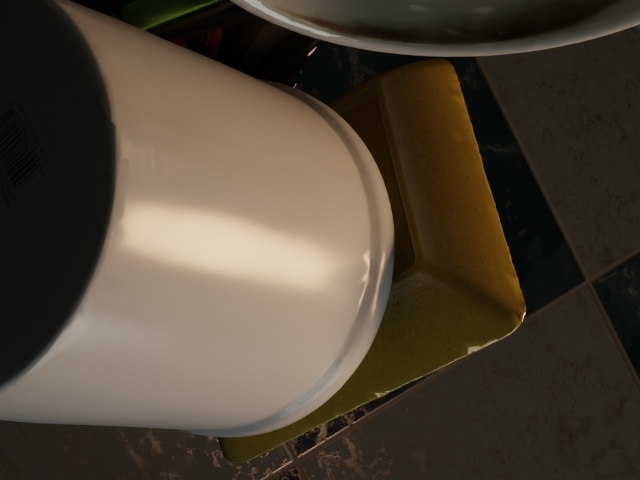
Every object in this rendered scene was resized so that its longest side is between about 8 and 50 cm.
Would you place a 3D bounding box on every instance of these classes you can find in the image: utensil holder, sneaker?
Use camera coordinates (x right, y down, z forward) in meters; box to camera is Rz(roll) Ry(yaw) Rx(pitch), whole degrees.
[{"bbox_3d":[-0.169,-0.008,1.051,0.328,0.327,0.385,-25,161,24],"label":"utensil holder"},{"bbox_3d":[-0.120,-0.176,1.313,0.483,0.202,0.185,-26,-158,11],"label":"sneaker"}]

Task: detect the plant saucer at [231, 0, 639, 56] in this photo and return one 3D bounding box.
[{"bbox_3d":[0.093,-0.250,0.877,0.401,0.100,0.400,2,162,1],"label":"plant saucer"}]

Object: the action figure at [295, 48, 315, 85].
[{"bbox_3d":[-0.226,-0.228,1.904,0.370,0.248,0.275,-21,-148,42],"label":"action figure"}]

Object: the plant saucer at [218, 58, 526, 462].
[{"bbox_3d":[0.000,0.000,1.266,0.333,0.332,0.081,-29,140,22],"label":"plant saucer"}]

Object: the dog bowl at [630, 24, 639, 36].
[{"bbox_3d":[0.296,-0.334,1.055,0.349,0.102,0.348,-162,-90,-77],"label":"dog bowl"}]
